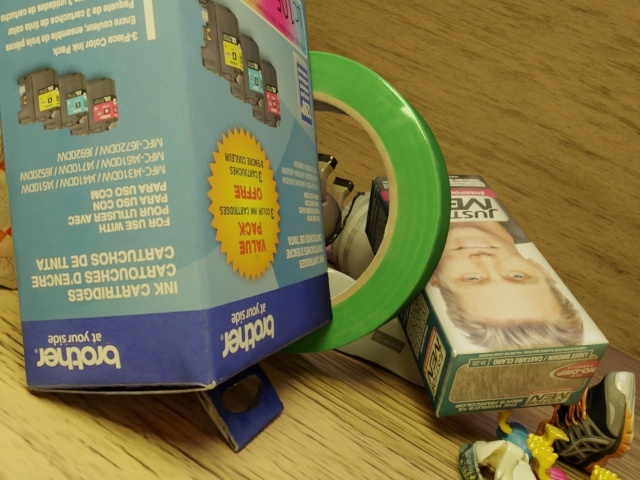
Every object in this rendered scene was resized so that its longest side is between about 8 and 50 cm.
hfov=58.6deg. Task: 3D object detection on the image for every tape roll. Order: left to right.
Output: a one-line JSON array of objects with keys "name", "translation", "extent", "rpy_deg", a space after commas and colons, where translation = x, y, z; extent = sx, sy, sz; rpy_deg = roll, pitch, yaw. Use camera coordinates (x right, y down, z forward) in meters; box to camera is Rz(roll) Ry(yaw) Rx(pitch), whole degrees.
[{"name": "tape roll", "translation": [-0.021, -0.040, 0.636], "extent": [0.321, 0.321, 0.077], "rpy_deg": [30, 12, 19]}]

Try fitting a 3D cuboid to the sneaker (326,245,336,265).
[{"name": "sneaker", "translation": [0.000, 0.000, 1.239], "extent": [0.237, 0.095, 0.105], "rpy_deg": [25, 15, 22]}]

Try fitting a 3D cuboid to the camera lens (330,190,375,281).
[{"name": "camera lens", "translation": [0.162, 0.037, 1.038], "extent": [0.220, 0.219, 0.274], "rpy_deg": [21, 11, -30]}]

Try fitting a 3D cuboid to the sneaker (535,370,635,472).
[{"name": "sneaker", "translation": [0.325, 0.222, 0.700], "extent": [0.083, 0.084, 0.214], "rpy_deg": [17, -39, 18]}]

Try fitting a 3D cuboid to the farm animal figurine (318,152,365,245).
[{"name": "farm animal figurine", "translation": [-0.084, -0.041, 0.900], "extent": [0.327, 0.172, 0.330], "rpy_deg": [6, -23, 46]}]

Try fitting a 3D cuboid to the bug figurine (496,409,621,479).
[{"name": "bug figurine", "translation": [0.297, 0.266, 0.587], "extent": [0.279, 0.072, 0.216], "rpy_deg": [24, 1, 18]}]

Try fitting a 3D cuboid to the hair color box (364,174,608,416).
[{"name": "hair color box", "translation": [0.181, 0.044, 0.725], "extent": [0.174, 0.105, 0.347], "rpy_deg": [-3, 37, -10]}]

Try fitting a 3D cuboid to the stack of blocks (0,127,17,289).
[{"name": "stack of blocks", "translation": [-0.257, -0.051, 0.510], "extent": [0.087, 0.171, 0.297], "rpy_deg": [32, -7, 28]}]

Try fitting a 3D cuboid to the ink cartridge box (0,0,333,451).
[{"name": "ink cartridge box", "translation": [-0.102, -0.039, 0.478], "extent": [0.151, 0.395, 0.270], "rpy_deg": [-3, 1, 18]}]

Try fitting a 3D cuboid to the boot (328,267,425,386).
[{"name": "boot", "translation": [0.062, 0.113, 0.799], "extent": [0.258, 0.095, 0.123], "rpy_deg": [34, 2, -7]}]

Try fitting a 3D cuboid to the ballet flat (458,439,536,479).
[{"name": "ballet flat", "translation": [0.169, 0.221, 0.520], "extent": [0.070, 0.070, 0.188], "rpy_deg": [27, 9, 2]}]
